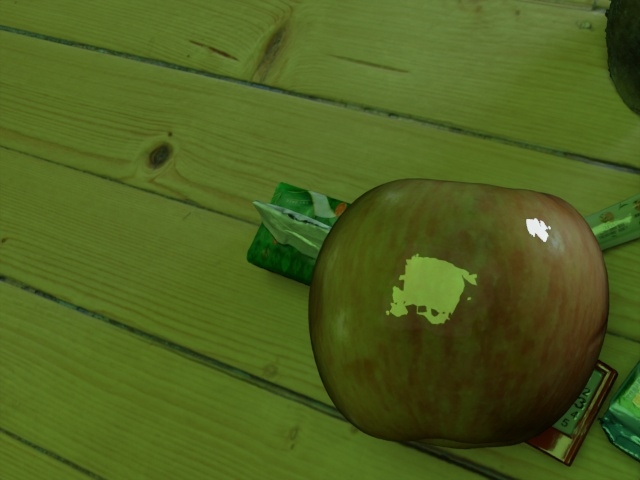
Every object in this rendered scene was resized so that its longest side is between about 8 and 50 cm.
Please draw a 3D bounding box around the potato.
[{"bbox_3d":[0.506,-0.335,1.263,0.100,0.261,0.120,-19,41,-20],"label":"potato"}]

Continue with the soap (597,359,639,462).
[{"bbox_3d":[0.514,0.181,1.135,0.156,0.077,0.293,34,88,26],"label":"soap"}]

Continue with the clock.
[{"bbox_3d":[0.339,0.227,1.198,0.113,0.061,0.155,26,80,31],"label":"clock"}]

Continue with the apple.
[{"bbox_3d":[0.170,0.096,1.097,0.391,0.391,0.347,3,81,21],"label":"apple"}]

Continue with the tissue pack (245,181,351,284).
[{"bbox_3d":[-0.002,0.001,1.346,0.209,0.156,0.148,20,84,24],"label":"tissue pack"}]

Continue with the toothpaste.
[{"bbox_3d":[0.437,-0.025,1.246,0.314,0.058,0.056,-22,26,9],"label":"toothpaste"}]
